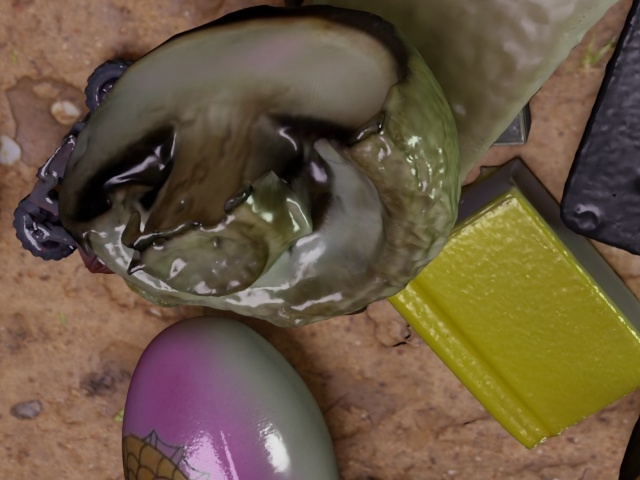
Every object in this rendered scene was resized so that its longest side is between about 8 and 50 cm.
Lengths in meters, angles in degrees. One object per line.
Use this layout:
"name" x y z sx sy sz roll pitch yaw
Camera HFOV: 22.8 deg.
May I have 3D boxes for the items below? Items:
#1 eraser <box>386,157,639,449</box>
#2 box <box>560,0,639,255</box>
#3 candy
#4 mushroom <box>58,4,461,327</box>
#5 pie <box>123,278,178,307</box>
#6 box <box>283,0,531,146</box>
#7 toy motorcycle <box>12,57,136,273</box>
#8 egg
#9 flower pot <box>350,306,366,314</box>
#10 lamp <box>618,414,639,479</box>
"eraser" 0.168 0.056 1.341 0.158 0.069 0.226 -33 107 29
"box" 0.326 -0.128 1.193 0.211 0.058 0.350 17 124 4
"candy" 0.070 -0.144 1.153 0.179 0.135 0.321 35 124 -5
"mushroom" -0.025 -0.042 1.068 0.267 0.190 0.164 -24 134 20
"pie" -0.145 0.022 1.441 0.085 0.017 0.085 8 121 13
"box" 0.055 -0.220 1.218 0.180 0.047 0.325 -2 120 17
"toy motorcycle" -0.181 -0.053 1.369 0.118 0.084 0.212 36 119 3
"egg" -0.083 0.195 1.430 0.196 0.196 0.271 -11 101 21
"flower pot" 0.000 0.000 1.346 0.111 0.111 0.089 18 108 5
"lamp" 0.353 0.201 1.329 0.185 0.161 0.161 24 124 2
